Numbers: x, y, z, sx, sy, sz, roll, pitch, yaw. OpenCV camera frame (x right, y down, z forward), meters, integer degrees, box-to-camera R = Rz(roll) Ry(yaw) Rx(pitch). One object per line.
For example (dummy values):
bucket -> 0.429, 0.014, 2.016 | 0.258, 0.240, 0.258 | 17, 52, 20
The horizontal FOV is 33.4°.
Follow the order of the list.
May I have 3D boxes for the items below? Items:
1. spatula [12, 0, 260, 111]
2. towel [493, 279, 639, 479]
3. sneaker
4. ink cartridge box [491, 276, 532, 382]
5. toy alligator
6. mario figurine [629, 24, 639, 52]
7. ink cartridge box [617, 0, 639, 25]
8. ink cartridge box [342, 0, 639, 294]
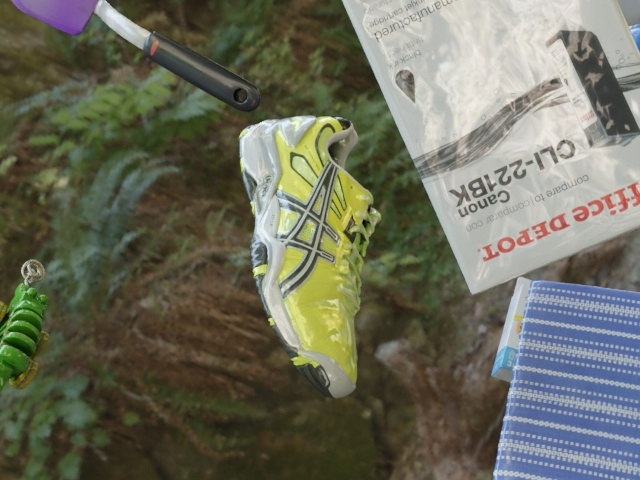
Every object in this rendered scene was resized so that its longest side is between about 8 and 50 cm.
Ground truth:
spatula -> -0.182, -0.204, 1.040 | 0.084, 0.296, 0.030 | -62, -15, 19
towel -> 0.356, 0.208, 1.330 | 0.040, 0.243, 0.336 | 77, -155, -54
sneaker -> 0.000, 0.000, 1.287 | 0.145, 0.147, 0.385 | 54, -159, -61
ink cartridge box -> 0.347, 0.141, 1.688 | 0.062, 0.104, 0.181 | 104, -175, -66
toy alligator -> -0.262, 0.068, 0.940 | 0.051, 0.056, 0.190 | -37, 28, 28
mario figurine -> 0.424, -0.243, 1.420 | 0.320, 0.170, 0.198 | -50, 20, -20
ink cartridge box -> 0.376, -0.424, 1.227 | 0.198, 0.270, 0.197 | -60, 23, -17
ink cartridge box -> 0.166, -0.116, 0.882 | 0.197, 0.273, 0.114 | -24, 0, 15
